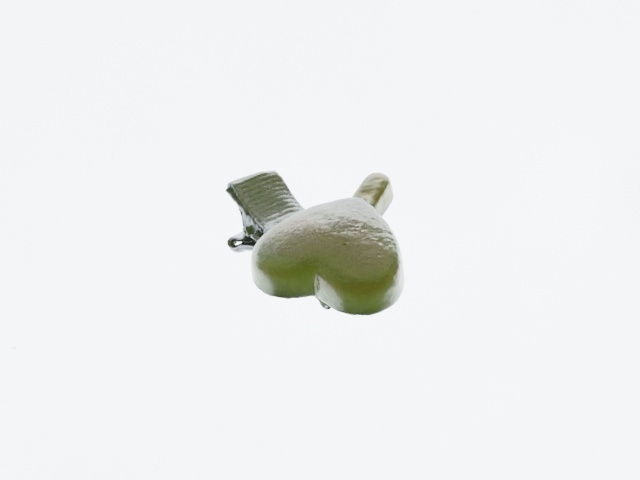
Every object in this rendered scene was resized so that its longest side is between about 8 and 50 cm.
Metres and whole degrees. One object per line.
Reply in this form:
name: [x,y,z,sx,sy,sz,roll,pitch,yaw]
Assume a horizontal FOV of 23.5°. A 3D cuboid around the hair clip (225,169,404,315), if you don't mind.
hair clip: [0.002,-0.003,1.267,0.159,0.218,0.071,-25,-57,-21]
